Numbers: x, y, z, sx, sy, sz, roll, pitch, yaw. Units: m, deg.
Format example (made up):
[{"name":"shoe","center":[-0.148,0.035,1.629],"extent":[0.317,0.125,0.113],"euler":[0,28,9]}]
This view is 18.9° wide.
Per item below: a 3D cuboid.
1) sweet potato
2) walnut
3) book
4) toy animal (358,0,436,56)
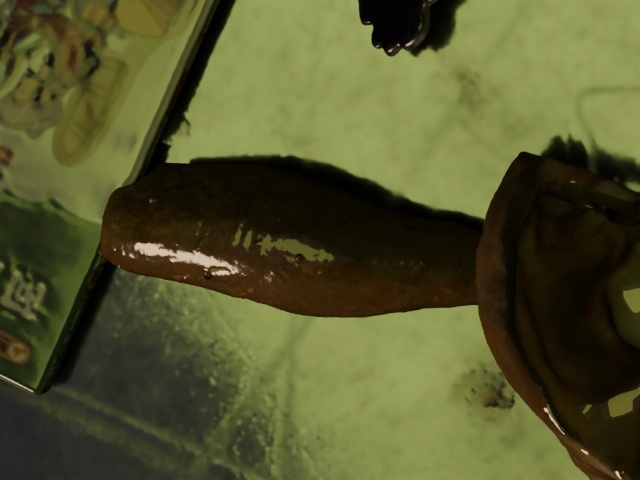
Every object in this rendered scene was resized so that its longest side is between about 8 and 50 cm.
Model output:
[{"name":"sweet potato","center":[0.000,0.000,1.015],"extent":[0.243,0.077,0.077],"euler":[8,97,12]},{"name":"walnut","center":[0.195,0.047,0.929],"extent":[0.238,0.141,0.204],"euler":[-10,61,-3]},{"name":"book","center":[-0.189,-0.074,1.070],"extent":[0.202,0.027,0.264],"euler":[27,100,8]},{"name":"toy animal","center":[0.045,-0.274,0.893],"extent":[0.284,0.225,0.302],"euler":[-26,61,34]}]
